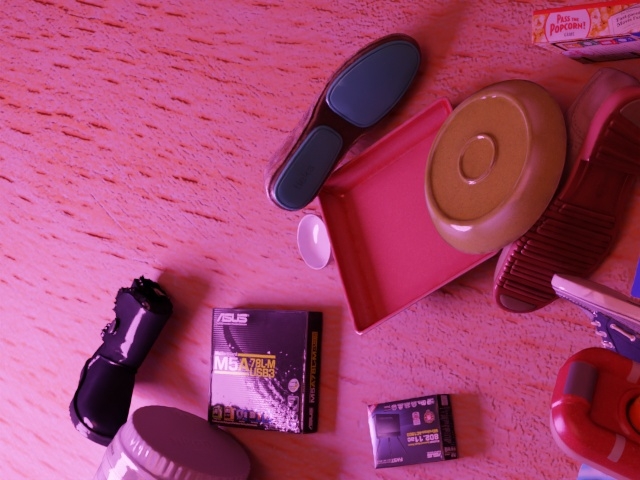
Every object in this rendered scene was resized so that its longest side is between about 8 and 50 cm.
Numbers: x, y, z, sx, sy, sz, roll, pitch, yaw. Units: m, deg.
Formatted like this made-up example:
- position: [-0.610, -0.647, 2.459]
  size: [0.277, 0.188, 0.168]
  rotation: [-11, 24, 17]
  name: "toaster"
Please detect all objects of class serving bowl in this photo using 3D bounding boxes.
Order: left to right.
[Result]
- position: [0.000, 0.000, 2.005]
  size: [0.083, 0.027, 0.083]
  rotation: [20, 115, 50]
  name: "serving bowl"

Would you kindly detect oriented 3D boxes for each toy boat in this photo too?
- position: [0.395, 0.200, 1.574]
  size: [0.151, 0.231, 0.151]
  rotation: [117, 176, -52]
  name: "toy boat"

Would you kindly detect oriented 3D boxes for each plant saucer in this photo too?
- position: [0.127, -0.030, 1.889]
  size: [0.259, 0.047, 0.258]
  rotation: [-33, 57, 29]
  name: "plant saucer"
- position: [0.214, -0.102, 1.750]
  size: [0.241, 0.037, 0.241]
  rotation: [-25, 56, 44]
  name: "plant saucer"

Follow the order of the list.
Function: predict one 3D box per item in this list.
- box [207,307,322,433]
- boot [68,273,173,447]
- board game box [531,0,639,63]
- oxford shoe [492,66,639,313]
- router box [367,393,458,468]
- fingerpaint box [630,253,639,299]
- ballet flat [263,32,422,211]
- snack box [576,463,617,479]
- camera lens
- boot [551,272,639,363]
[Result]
- position: [-0.086, 0.195, 2.047]
  size: [0.190, 0.045, 0.184]
  rotation: [1, 88, 36]
  name: "box"
- position: [-0.313, 0.185, 2.134]
  size: [0.207, 0.094, 0.246]
  rotation: [-60, 18, 18]
  name: "boot"
- position: [0.384, -0.262, 1.678]
  size: [0.193, 0.147, 0.045]
  rotation: [-1, 85, 36]
  name: "board game box"
- position: [0.324, -0.062, 1.747]
  size: [0.348, 0.123, 0.130]
  rotation: [-58, 28, 21]
  name: "oxford shoe"
- position: [0.128, 0.268, 1.882]
  size: [0.122, 0.038, 0.092]
  rotation: [-15, 77, 35]
  name: "router box"
- position: [0.522, -0.115, 1.431]
  size: [0.371, 0.163, 0.445]
  rotation: [-154, 76, -76]
  name: "fingerpaint box"
- position: [0.020, -0.183, 1.964]
  size: [0.316, 0.107, 0.106]
  rotation: [-48, 21, 6]
  name: "ballet flat"
- position: [0.392, 0.403, 1.579]
  size: [0.322, 0.060, 0.187]
  rotation: [33, 106, 61]
  name: "snack box"
- position: [-0.251, 0.417, 2.036]
  size: [0.219, 0.219, 0.274]
  rotation: [36, 107, 34]
  name: "camera lens"
- position: [0.368, 0.112, 1.689]
  size: [0.190, 0.069, 0.086]
  rotation: [24, 104, 25]
  name: "boot"
